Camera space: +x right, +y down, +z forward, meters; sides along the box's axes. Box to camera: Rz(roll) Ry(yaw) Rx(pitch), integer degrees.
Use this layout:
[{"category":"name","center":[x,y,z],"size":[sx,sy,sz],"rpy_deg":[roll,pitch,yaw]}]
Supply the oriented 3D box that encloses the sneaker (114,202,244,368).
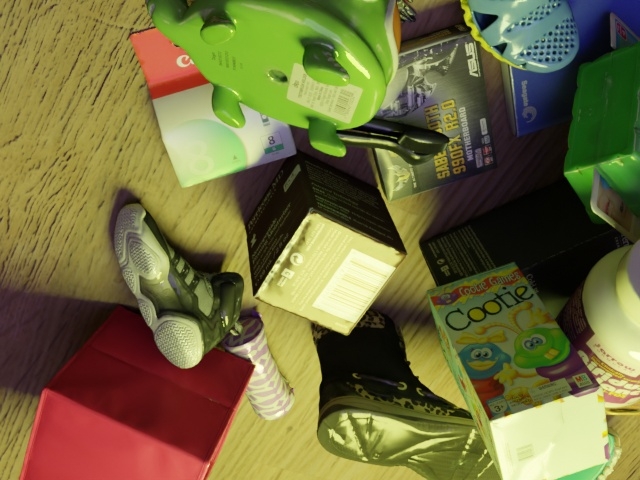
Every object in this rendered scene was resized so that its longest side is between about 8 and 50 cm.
[{"category":"sneaker","center":[-0.217,0.056,1.150],"size":[0.101,0.153,0.268],"rpy_deg":[-18,95,47]}]

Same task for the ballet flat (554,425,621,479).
[{"category":"ballet flat","center":[0.508,0.528,1.580],"size":[0.147,0.147,0.409],"rpy_deg":[24,118,-23]}]

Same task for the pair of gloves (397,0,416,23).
[{"category":"pair of gloves","center":[0.122,-0.350,1.010],"size":[0.074,0.010,0.083],"rpy_deg":[29,113,-25]}]

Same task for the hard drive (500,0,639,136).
[{"category":"hard drive","center":[0.429,-0.298,1.081],"size":[0.319,0.040,0.210],"rpy_deg":[-17,123,0]}]

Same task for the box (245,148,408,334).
[{"category":"box","center":[0.000,0.000,1.091],"size":[0.167,0.203,0.168],"rpy_deg":[23,114,-22]}]

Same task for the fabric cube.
[{"category":"fabric cube","center":[-0.289,0.308,1.161],"size":[0.258,0.259,0.254],"rpy_deg":[23,117,1]}]

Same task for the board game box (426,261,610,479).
[{"category":"board game box","center":[0.263,0.176,0.995],"size":[0.142,0.275,0.144],"rpy_deg":[-19,122,1]}]

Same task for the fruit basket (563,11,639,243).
[{"category":"fruit basket","center":[0.514,-0.113,1.028],"size":[0.353,0.327,0.165],"rpy_deg":[26,156,-23]}]

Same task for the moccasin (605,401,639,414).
[{"category":"moccasin","center":[0.539,0.241,1.168],"size":[0.380,0.139,0.147],"rpy_deg":[2,122,-12]}]

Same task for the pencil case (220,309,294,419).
[{"category":"pencil case","center":[-0.107,0.229,1.288],"size":[0.088,0.086,0.206],"rpy_deg":[-39,130,-26]}]

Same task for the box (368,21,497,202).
[{"category":"box","center":[0.159,-0.189,1.090],"size":[0.183,0.056,0.231],"rpy_deg":[-17,123,0]}]

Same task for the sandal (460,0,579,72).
[{"category":"sandal","center":[0.237,-0.345,0.926],"size":[0.126,0.138,0.317],"rpy_deg":[-44,111,-1]}]

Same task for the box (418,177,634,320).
[{"category":"box","center":[0.386,0.110,1.247],"size":[0.312,0.179,0.343],"rpy_deg":[-24,123,6]}]

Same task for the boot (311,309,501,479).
[{"category":"boot","center":[0.153,0.263,1.235],"size":[0.377,0.284,0.138],"rpy_deg":[15,117,-17]}]

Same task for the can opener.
[{"category":"can opener","center":[0.090,-0.153,1.037],"size":[0.186,0.059,0.073],"rpy_deg":[10,147,-4]}]

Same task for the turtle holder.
[{"category":"turtle holder","center":[-0.051,-0.272,0.909],"size":[0.320,0.227,0.243],"rpy_deg":[11,157,26]}]

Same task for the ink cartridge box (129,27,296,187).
[{"category":"ink cartridge box","center":[-0.148,-0.203,1.028],"size":[0.181,0.056,0.224],"rpy_deg":[-17,124,-1]}]

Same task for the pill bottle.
[{"category":"pill bottle","center":[0.417,0.107,0.955],"size":[0.169,0.169,0.301],"rpy_deg":[-12,153,-3]}]
